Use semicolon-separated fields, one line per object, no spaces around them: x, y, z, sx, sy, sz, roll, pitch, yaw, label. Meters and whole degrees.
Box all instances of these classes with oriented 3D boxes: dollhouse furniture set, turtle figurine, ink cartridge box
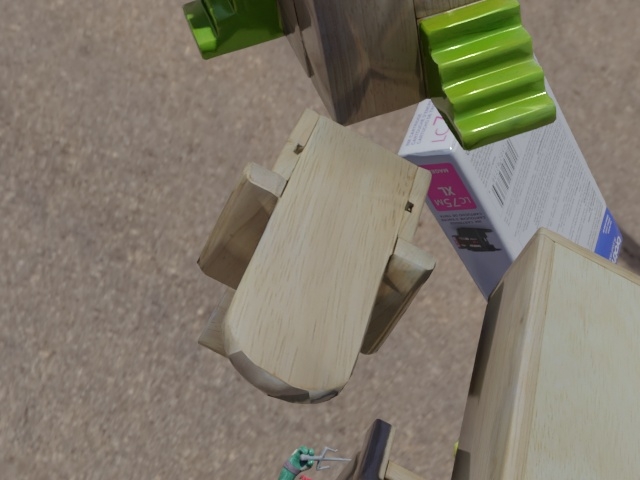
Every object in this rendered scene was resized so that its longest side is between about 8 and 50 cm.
0.028;0.177;0.528;0.303;0.356;0.174;28;37;-4;dollhouse furniture set
-0.042;0.381;1.611;0.234;0.118;0.175;-9;66;-31;turtle figurine
0.183;-0.036;1.085;0.311;0.065;0.186;53;46;-35;ink cartridge box

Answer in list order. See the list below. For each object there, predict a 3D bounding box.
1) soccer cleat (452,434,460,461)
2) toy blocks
0.231;0.304;1.473;0.093;0.289;0.121;6;86;-16;soccer cleat
-0.009;-0.250;0.613;0.190;0.261;0.381;-18;43;-6;toy blocks
